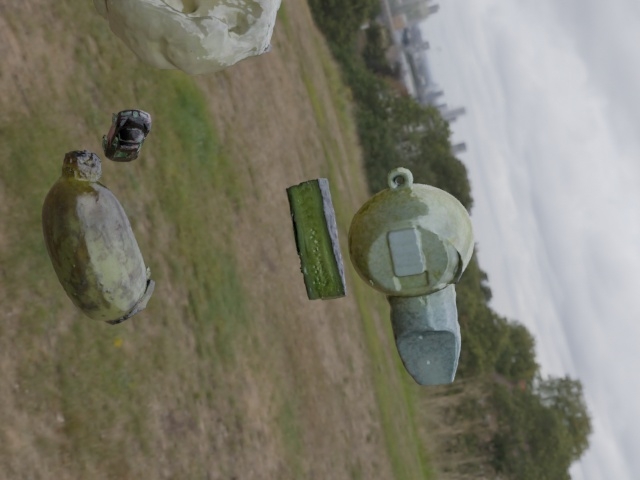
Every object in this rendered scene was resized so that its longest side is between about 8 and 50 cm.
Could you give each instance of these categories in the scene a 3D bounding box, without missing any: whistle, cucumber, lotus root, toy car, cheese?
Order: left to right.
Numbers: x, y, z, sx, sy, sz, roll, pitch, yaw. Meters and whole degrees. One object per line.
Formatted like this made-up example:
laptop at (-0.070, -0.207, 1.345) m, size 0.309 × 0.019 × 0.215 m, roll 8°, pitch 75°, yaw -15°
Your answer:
lotus root at (-0.393, -0.001, 1.440) m, size 0.173 × 0.173 × 0.309 m, roll -78°, pitch 156°, yaw -69°
toy car at (-0.356, -0.188, 1.547) m, size 0.142 × 0.069 × 0.055 m, roll -48°, pitch -134°, yaw 52°
cheese at (-0.199, -0.401, 1.373) m, size 0.318 × 0.326 × 0.115 m, roll 54°, pitch -30°, yaw 30°
cucumber at (0.000, 0.000, 1.472) m, size 0.062 × 0.078 × 0.212 m, roll 3°, pitch 73°, yaw -67°
whistle at (0.094, 0.034, 0.811) m, size 0.123 × 0.122 × 0.223 m, roll -80°, pitch 158°, yaw -68°
